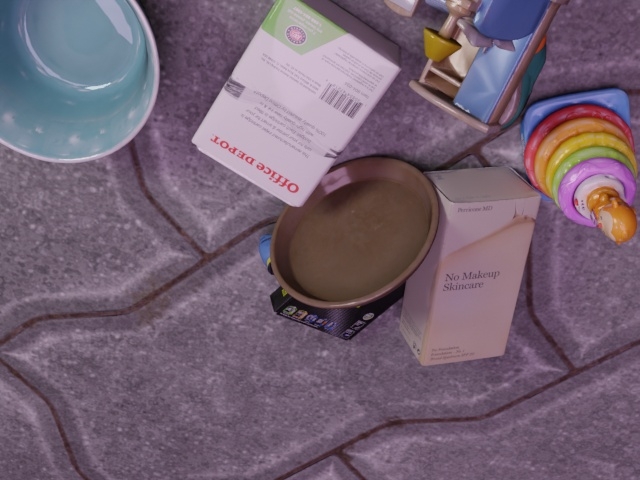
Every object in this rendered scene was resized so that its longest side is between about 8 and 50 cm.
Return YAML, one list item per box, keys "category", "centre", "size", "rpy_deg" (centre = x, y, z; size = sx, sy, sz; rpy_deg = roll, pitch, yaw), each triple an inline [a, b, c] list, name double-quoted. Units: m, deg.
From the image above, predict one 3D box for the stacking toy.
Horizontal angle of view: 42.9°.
- category: "stacking toy"
  centre: [0.388, -0.081, 1.155]
  size: [0.166, 0.301, 0.175]
  rpy_deg: [-10, 119, 10]

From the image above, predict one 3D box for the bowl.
- category: "bowl"
  centre: [-0.367, -0.286, 1.179]
  size: [0.312, 0.163, 0.311]
  rpy_deg: [2, 121, 4]

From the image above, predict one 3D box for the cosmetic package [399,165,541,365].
- category: "cosmetic package"
  centre: [0.235, 0.044, 1.327]
  size: [0.160, 0.113, 0.309]
  rpy_deg: [-6, 123, -16]

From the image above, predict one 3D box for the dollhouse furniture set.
- category: "dollhouse furniture set"
  centre: [0.112, -0.269, 1.004]
  size: [0.286, 0.303, 0.198]
  rpy_deg: [37, 118, 25]

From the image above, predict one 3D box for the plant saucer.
- category: "plant saucer"
  centre: [0.053, -0.010, 1.256]
  size: [0.278, 0.277, 0.041]
  rpy_deg: [-20, 140, 15]

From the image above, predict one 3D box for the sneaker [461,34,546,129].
- category: "sneaker"
  centre: [0.270, -0.307, 1.160]
  size: [0.108, 0.121, 0.302]
  rpy_deg: [17, 104, 24]

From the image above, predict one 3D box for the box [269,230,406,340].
- category: "box"
  centre: [0.043, 0.083, 1.386]
  size: [0.184, 0.045, 0.191]
  rpy_deg: [-40, 136, 25]

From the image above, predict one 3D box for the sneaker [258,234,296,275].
- category: "sneaker"
  centre: [0.000, 0.000, 1.372]
  size: [0.210, 0.082, 0.069]
  rpy_deg: [-9, 139, -12]

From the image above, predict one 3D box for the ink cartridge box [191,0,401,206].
- category: "ink cartridge box"
  centre: [-0.036, -0.217, 1.219]
  size: [0.198, 0.114, 0.272]
  rpy_deg: [31, 117, -12]
